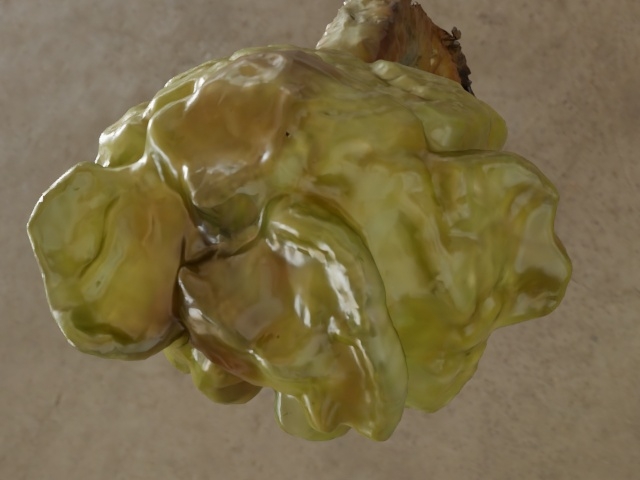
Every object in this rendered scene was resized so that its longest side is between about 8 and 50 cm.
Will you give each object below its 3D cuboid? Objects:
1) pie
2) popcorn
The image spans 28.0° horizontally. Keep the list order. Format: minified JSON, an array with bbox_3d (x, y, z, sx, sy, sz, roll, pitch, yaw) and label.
[{"bbox_3d":[0.053,-0.036,0.926,0.092,0.315,0.315,0,70,21],"label":"pie"},{"bbox_3d":[-0.008,0.001,0.614,0.235,0.216,0.181,20,105,36],"label":"popcorn"}]
